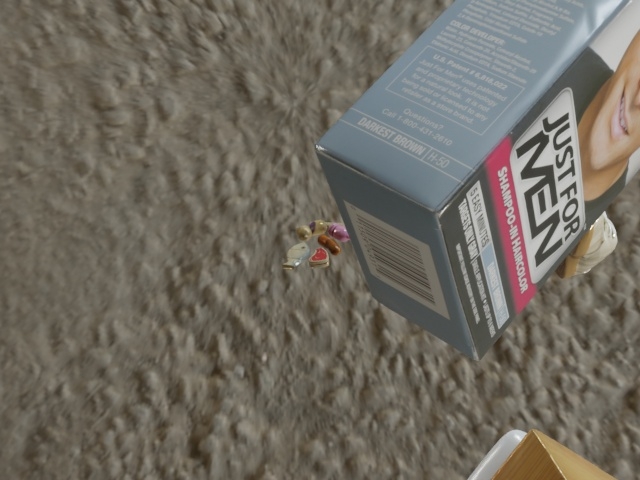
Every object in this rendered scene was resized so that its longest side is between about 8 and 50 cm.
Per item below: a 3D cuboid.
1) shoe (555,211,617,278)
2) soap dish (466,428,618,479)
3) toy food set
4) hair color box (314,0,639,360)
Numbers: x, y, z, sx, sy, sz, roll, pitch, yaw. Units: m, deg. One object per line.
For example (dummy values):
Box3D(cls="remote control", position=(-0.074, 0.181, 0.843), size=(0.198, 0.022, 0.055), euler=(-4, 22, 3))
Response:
Box3D(cls="shoe", position=(0.290, -0.014, 1.213), size=(0.058, 0.219, 0.077), euler=(-16, 74, 1))
Box3D(cls="soap dish", position=(0.204, 0.356, 1.148), size=(0.229, 0.118, 0.291), euler=(35, 94, -42))
Box3D(cls="toy food set", position=(0.000, 0.000, 1.409), size=(0.077, 0.122, 0.019), euler=(2, 120, 12))
Box3D(cls="hair color box", position=(0.175, -0.114, 0.821), size=(0.113, 0.185, 0.374), euler=(30, 68, 33))
